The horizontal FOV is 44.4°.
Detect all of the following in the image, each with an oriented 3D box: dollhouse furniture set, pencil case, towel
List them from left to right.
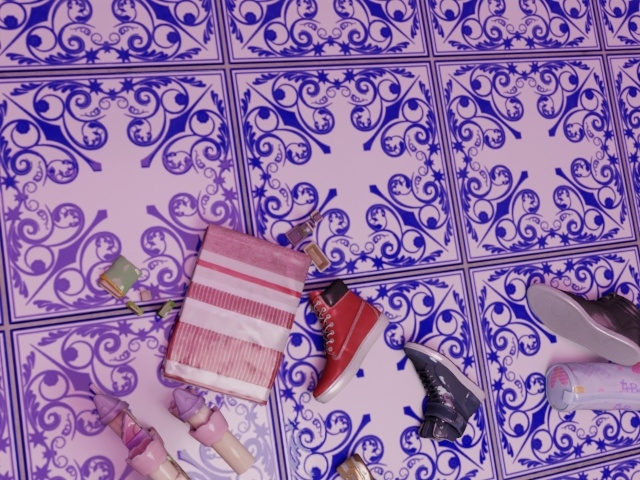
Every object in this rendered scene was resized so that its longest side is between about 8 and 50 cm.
[{"bbox_3d":[-0.364,0.099,1.559,0.151,0.058,0.076,41,72,-9],"label":"dollhouse furniture set"},{"bbox_3d":[-0.171,0.153,1.621,0.237,0.037,0.329,19,82,-16],"label":"towel"},{"bbox_3d":[0.000,0.000,1.680,0.091,0.081,0.114,-39,95,-19],"label":"dollhouse furniture set"},{"bbox_3d":[0.664,0.345,1.827,0.273,0.124,0.114,4,121,-16],"label":"pencil case"}]

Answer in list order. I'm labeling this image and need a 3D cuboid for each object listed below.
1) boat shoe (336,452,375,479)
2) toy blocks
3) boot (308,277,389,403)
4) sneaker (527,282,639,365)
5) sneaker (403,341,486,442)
[{"bbox_3d":[0.098,0.547,1.650,0.072,0.068,0.190,-31,83,-7],"label":"boat shoe"},{"bbox_3d":[-0.330,0.383,1.411,0.309,0.288,0.260,-44,103,-16],"label":"toy blocks"},{"bbox_3d":[0.014,0.206,1.656,0.176,0.088,0.244,39,65,-9],"label":"boot"},{"bbox_3d":[0.634,0.165,1.864,0.295,0.105,0.147,32,46,6],"label":"sneaker"},{"bbox_3d":[0.242,0.339,1.708,0.226,0.086,0.163,40,70,-10],"label":"sneaker"}]
